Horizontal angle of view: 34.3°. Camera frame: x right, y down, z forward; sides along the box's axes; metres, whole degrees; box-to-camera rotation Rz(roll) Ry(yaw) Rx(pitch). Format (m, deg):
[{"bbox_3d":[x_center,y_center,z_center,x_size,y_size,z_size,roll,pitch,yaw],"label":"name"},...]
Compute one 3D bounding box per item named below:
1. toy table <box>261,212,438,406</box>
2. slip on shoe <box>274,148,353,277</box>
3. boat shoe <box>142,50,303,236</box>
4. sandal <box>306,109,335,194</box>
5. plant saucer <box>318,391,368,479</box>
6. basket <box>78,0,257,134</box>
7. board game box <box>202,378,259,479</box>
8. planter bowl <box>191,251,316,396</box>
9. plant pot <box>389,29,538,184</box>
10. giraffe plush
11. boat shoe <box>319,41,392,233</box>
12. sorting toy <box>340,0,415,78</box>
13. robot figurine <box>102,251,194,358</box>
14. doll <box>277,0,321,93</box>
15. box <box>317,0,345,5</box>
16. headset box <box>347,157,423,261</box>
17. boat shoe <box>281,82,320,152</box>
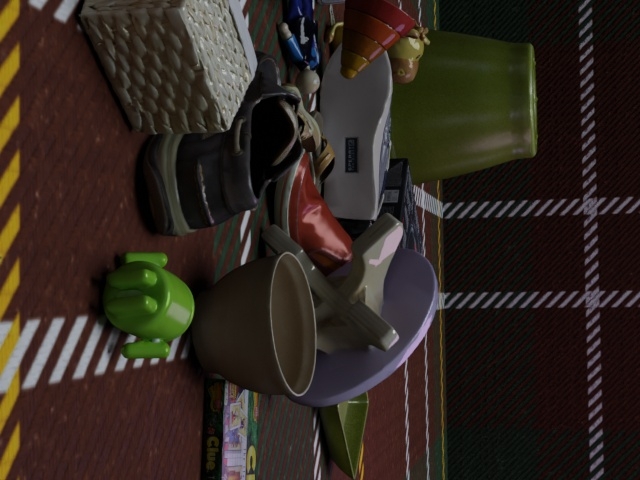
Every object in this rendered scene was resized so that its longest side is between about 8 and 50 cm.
[{"bbox_3d":[0.029,0.087,1.411,0.274,0.252,0.161,-53,148,-16],"label":"toy table"},{"bbox_3d":[0.000,0.000,1.547,0.123,0.101,0.331,-72,156,-49],"label":"slip on shoe"},{"bbox_3d":[-0.081,-0.113,1.152,0.355,0.130,0.132,-72,156,-55],"label":"boat shoe"},{"bbox_3d":[0.000,-0.118,1.663,0.072,0.049,0.180,30,59,-74],"label":"sandal"},{"bbox_3d":[0.038,0.283,1.792,0.188,0.045,0.188,-75,158,-50],"label":"plant saucer"},{"bbox_3d":[-0.138,-0.186,0.964,0.167,0.113,0.103,71,24,-50],"label":"basket"},{"bbox_3d":[-0.107,0.297,1.225,0.136,0.030,0.259,43,48,-75],"label":"board game box"},{"bbox_3d":[-0.079,0.099,1.174,0.162,0.109,0.162,-7,90,-74],"label":"planter bowl"},{"bbox_3d":[0.276,-0.284,2.186,0.366,0.353,0.366,-1,90,-77],"label":"plant pot"},{"bbox_3d":[0.112,-0.343,1.893,0.181,0.171,0.210,-72,156,-54],"label":"giraffe plush"},{"bbox_3d":[0.063,-0.182,1.826,0.158,0.127,0.340,0,96,-83],"label":"boat shoe"},{"bbox_3d":[0.004,-0.338,1.512,0.366,0.127,0.126,24,92,-56],"label":"sorting toy"},{"bbox_3d":[-0.157,0.058,0.954,0.115,0.067,0.101,47,35,-71],"label":"robot figurine"},{"bbox_3d":[-0.028,-0.316,1.575,0.129,0.046,0.188,-1,88,-66],"label":"doll"},{"bbox_3d":[0.043,-0.475,1.636,0.290,0.169,0.087,37,50,-71],"label":"box"},{"bbox_3d":[0.134,0.014,2.078,0.293,0.110,0.218,74,20,-47],"label":"headset box"},{"bbox_3d":[-0.038,-0.170,1.523,0.135,0.050,0.045,58,36,-47],"label":"boat shoe"}]
